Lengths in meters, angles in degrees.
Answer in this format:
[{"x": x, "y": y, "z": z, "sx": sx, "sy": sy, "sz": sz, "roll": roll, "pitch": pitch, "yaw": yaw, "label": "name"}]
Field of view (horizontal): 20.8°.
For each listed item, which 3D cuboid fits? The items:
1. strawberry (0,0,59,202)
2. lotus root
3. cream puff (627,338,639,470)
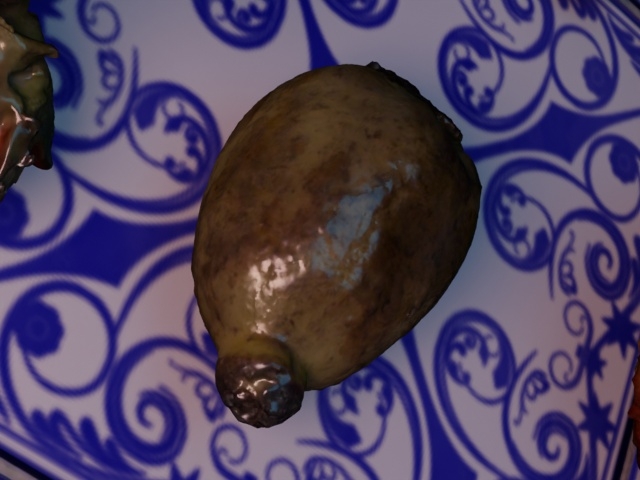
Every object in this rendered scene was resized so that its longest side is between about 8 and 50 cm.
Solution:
[{"x": -0.224, "y": -0.076, "z": 0.737, "sx": 0.228, "sy": 0.098, "sz": 0.174, "roll": -14, "pitch": 102, "yaw": -29, "label": "strawberry"}, {"x": 0.000, "y": 0.000, "z": 0.875, "sx": 0.138, "sy": 0.138, "sz": 0.214, "roll": 47, "pitch": 54, "yaw": -19, "label": "lotus root"}, {"x": 0.339, "y": 0.089, "z": 1.008, "sx": 0.351, "sy": 0.229, "sz": 0.350, "roll": -3, "pitch": 99, "yaw": -18, "label": "cream puff"}]
